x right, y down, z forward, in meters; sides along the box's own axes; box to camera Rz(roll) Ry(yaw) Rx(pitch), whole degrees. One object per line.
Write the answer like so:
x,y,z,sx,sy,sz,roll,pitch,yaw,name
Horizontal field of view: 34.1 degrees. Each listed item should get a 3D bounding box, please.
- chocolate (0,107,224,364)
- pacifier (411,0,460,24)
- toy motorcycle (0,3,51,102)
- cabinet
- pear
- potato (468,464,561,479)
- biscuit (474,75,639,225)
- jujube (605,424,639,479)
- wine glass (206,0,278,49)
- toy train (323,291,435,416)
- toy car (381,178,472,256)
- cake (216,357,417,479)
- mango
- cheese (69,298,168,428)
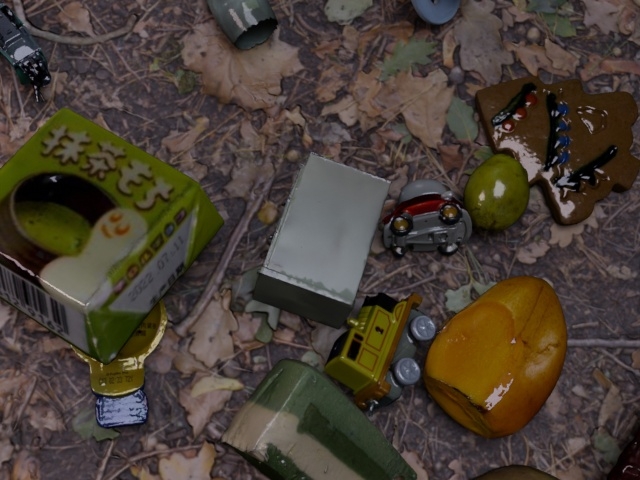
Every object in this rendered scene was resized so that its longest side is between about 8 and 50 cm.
-0.341,-0.022,1.506,0.300,0.137,0.289,30,62,16,chocolate
0.180,-0.512,1.781,0.207,0.227,0.279,11,64,39,pacifier
-0.476,-0.299,1.642,0.058,0.100,0.173,-36,77,-16,toy motorcycle
0.000,0.000,1.583,0.150,0.145,0.206,19,70,-1,cabinet
0.281,-0.072,1.665,0.107,0.107,0.131,24,87,1,pear
0.267,0.373,1.517,0.261,0.120,0.100,-7,67,-11,potato
0.392,-0.172,1.746,0.301,0.043,0.278,25,70,1,biscuit
0.535,0.332,1.526,0.216,0.216,0.342,28,63,2,jujube
-0.178,-0.485,1.654,0.096,0.264,0.310,-28,78,-9,wine glass
0.088,0.156,1.549,0.127,0.089,0.219,31,56,-9,toy train
0.162,-0.044,1.650,0.139,0.112,0.112,-7,58,0,toy car
0.013,0.303,1.476,0.283,0.172,0.158,37,73,3,cake
0.283,0.166,1.576,0.187,0.138,0.257,39,67,23,mango
-0.301,0.151,1.534,0.156,0.064,0.250,-4,70,-8,cheese
